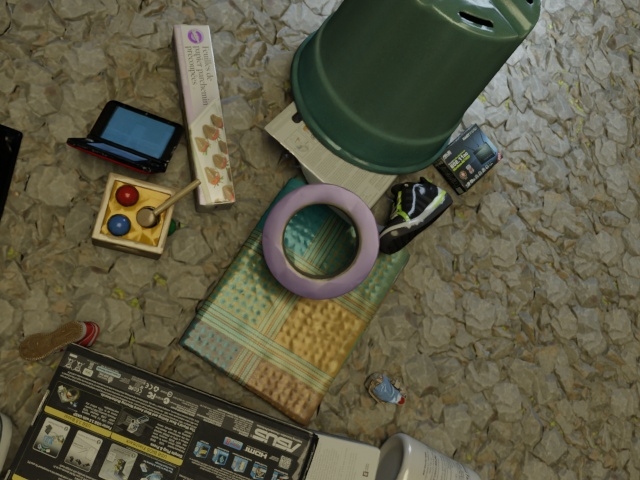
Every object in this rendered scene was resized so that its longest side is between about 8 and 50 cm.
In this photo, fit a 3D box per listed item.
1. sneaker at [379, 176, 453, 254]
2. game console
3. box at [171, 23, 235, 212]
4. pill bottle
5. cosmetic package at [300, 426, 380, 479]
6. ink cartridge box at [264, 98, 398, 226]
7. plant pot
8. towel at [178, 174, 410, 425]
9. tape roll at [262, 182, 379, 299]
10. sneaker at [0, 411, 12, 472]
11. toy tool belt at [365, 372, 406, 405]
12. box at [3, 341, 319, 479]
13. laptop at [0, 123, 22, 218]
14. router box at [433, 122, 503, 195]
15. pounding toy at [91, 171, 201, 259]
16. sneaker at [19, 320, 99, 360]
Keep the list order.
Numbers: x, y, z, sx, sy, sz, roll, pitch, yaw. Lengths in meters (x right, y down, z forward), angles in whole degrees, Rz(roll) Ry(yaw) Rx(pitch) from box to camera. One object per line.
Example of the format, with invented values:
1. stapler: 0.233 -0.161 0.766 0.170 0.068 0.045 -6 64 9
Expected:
1. sneaker: 0.154 -0.054 1.164 0.097 0.084 0.235 47 41 10
2. game console: -0.315 -0.172 1.031 0.144 0.124 0.085 20 100 1
3. box: -0.206 -0.211 1.098 0.063 0.067 0.323 -7 83 -19
4. pill bottle: 0.205 0.437 1.077 0.229 0.131 0.131 31 72 -11
5. cosmetic package: -0.035 0.345 1.024 0.231 0.117 0.085 19 74 -15
6. ink cartridge box: 0.031 -0.164 1.157 0.232 0.066 0.189 39 56 3
7. plant pot: 0.164 -0.335 1.064 0.342 0.334 0.340 9 65 -20
8. towel: -0.036 0.098 1.113 0.272 0.040 0.370 36 72 -9
9. tape roll: 0.000 0.000 1.046 0.189 0.080 0.188 0 92 -2
10. sneaker: -0.511 0.374 0.816 0.127 0.126 0.320 38 44 -51
11. toy tool belt: 0.124 0.269 1.124 0.083 0.051 0.052 37 71 -9
12. box: -0.238 0.358 0.889 0.395 0.097 0.318 17 72 10
13. laptop: -0.636 -0.094 0.962 0.265 0.137 0.234 19 74 -41
14. router box: 0.294 -0.164 1.268 0.122 0.038 0.092 -42 94 -20
15. pounding toy: -0.282 -0.045 1.022 0.141 0.100 0.130 15 76 -15
16. sneaker: -0.401 0.156 0.981 0.119 0.067 0.042 -21 78 11
